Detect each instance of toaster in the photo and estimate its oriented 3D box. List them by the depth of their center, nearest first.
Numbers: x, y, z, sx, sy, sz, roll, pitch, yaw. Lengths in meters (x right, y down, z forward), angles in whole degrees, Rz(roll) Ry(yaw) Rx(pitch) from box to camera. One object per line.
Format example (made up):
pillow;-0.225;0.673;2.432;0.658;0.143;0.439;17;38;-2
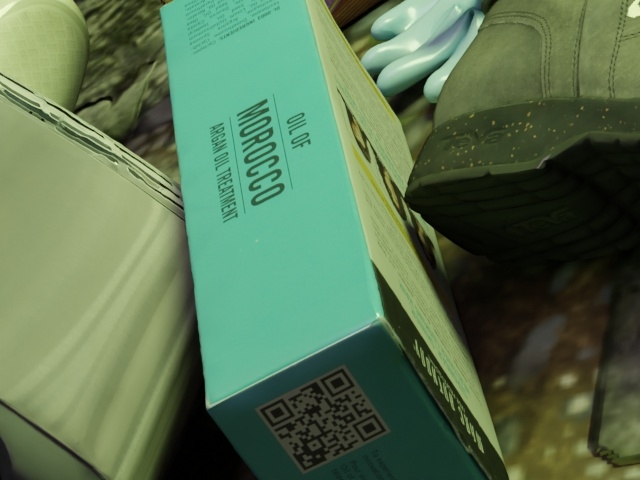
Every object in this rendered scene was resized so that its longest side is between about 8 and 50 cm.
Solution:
toaster;-0.139;0.025;0.678;0.129;0.227;0.146;-56;4;46

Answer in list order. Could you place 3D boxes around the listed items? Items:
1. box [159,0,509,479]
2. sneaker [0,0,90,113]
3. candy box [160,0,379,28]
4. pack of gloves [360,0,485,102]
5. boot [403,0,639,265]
box;0.000;0.000;0.674;0.060;0.100;0.244;-27;34;10
sneaker;-0.164;0.012;0.817;0.118;0.110;0.292;8;61;37
candy box;0.004;-0.161;0.863;0.186;0.109;0.053;-34;33;2
pack of gloves;0.124;-0.124;0.770;0.232;0.046;0.195;-41;33;-8
boot;0.139;-0.082;0.635;0.246;0.083;0.161;-3;60;40
